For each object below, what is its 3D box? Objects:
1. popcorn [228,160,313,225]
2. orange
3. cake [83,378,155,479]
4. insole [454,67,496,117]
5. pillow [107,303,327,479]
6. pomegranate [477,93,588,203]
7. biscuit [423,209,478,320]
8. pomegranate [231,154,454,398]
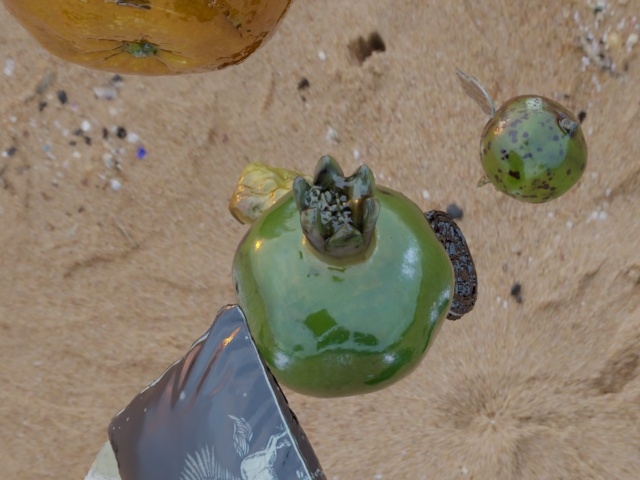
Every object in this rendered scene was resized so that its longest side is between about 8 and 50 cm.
[{"bbox_3d":[0.000,0.000,1.581,0.332,0.265,0.225,36,75,-17],"label":"popcorn"},{"bbox_3d":[-0.154,-0.265,0.888,0.284,0.284,0.226,5,82,11],"label":"orange"},{"bbox_3d":[-0.168,0.180,0.900,0.065,0.052,0.121,0,55,8],"label":"cake"},{"bbox_3d":[0.225,-0.216,1.475,0.006,0.193,0.065,-27,110,3],"label":"insole"},{"bbox_3d":[-0.041,0.154,0.531,0.141,0.055,0.208,-42,65,32],"label":"pillow"},{"bbox_3d":[0.383,-0.157,1.844,0.198,0.246,0.198,-1,73,3],"label":"pomegranate"},{"bbox_3d":[0.210,0.041,1.712,0.053,0.194,0.194,-20,76,28],"label":"biscuit"},{"bbox_3d":[0.017,0.022,0.803,0.187,0.225,0.187,-1,60,2],"label":"pomegranate"}]
